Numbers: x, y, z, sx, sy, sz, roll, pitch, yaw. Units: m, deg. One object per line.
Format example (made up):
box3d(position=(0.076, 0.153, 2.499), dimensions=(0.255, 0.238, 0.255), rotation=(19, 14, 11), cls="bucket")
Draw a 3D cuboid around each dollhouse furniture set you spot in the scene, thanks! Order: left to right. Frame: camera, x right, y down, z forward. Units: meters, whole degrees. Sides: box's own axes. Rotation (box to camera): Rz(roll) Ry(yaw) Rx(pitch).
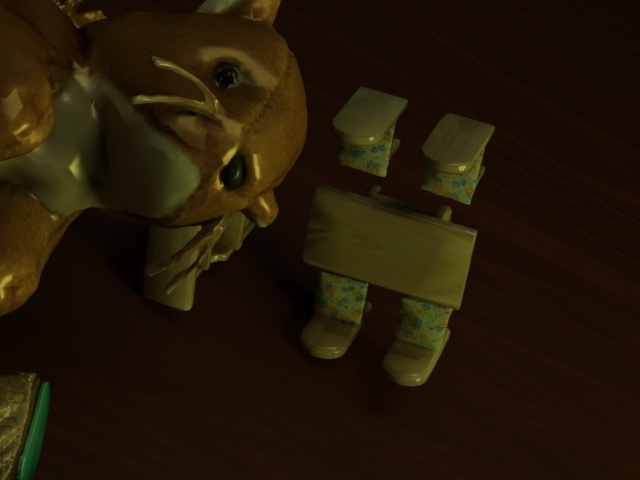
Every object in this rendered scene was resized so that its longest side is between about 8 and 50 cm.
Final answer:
box3d(position=(0.000, 0.000, 1.262), dimensions=(0.242, 0.212, 0.161), rotation=(17, 31, 12), cls="dollhouse furniture set")

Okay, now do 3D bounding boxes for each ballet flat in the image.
box3d(position=(-0.222, 0.168, 1.000), dimensions=(0.067, 0.073, 0.206), rotation=(4, 39, -3), cls="ballet flat")

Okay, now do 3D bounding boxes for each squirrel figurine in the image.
box3d(position=(-0.205, -0.100, 1.054), dimensions=(0.370, 0.281, 0.397), rotation=(-7, 20, -10), cls="squirrel figurine")
